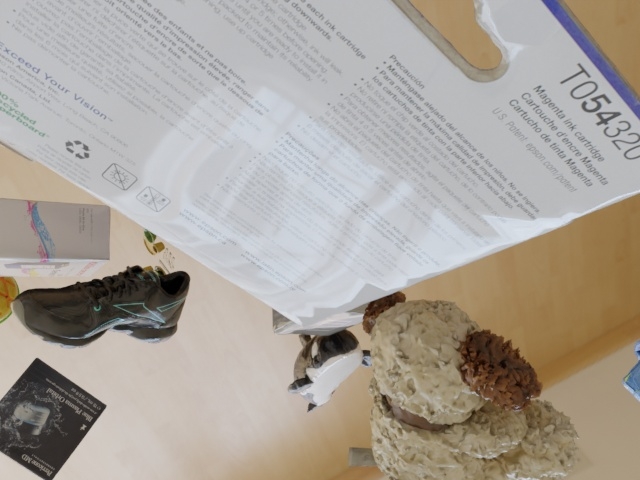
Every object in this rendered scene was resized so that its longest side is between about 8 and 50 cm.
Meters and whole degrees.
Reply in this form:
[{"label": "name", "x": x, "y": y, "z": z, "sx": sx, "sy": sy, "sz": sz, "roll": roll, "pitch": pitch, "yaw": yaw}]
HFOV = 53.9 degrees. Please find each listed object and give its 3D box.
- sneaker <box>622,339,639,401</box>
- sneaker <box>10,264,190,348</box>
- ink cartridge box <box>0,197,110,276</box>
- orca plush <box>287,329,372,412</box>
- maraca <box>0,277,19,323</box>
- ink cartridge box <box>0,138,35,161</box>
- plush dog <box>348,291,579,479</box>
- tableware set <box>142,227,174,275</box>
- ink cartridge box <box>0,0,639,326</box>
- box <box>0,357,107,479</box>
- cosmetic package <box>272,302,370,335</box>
[{"label": "sneaker", "x": 0.513, "y": 0.150, "z": 0.854, "sx": 0.240, "sy": 0.126, "sz": 0.091, "roll": -36, "pitch": 144, "yaw": -13}, {"label": "sneaker", "x": -0.286, "y": 0.077, "z": 0.857, "sx": 0.106, "sy": 0.101, "sz": 0.267, "roll": -55, "pitch": 153, "yaw": 14}, {"label": "ink cartridge box", "x": -0.434, "y": -0.001, "z": 0.933, "sx": 0.212, "sy": 0.154, "sz": 0.093, "roll": 1, "pitch": 78, "yaw": -32}, {"label": "orca plush", "x": 0.006, "y": 0.196, "z": 1.068, "sx": 0.151, "sy": 0.102, "sz": 0.287, "roll": -24, "pitch": 156, "yaw": -4}, {"label": "maraca", "x": -0.686, "y": 0.125, "z": 1.249, "sx": 0.127, "sy": 0.186, "sz": 0.099, "roll": 47, "pitch": 135, "yaw": -10}, {"label": "ink cartridge box", "x": -0.544, "y": -0.278, "z": 1.155, "sx": 0.115, "sy": 0.273, "sz": 0.198, "roll": 38, "pitch": 86, "yaw": -40}, {"label": "plush dog", "x": 0.117, "y": 0.162, "z": 0.671, "sx": 0.210, "sy": 0.262, "sz": 0.225, "roll": -28, "pitch": 122, "yaw": -33}, {"label": "tableware set", "x": -0.353, "y": 0.041, "z": 1.329, "sx": 0.024, "sy": 0.104, "sz": 0.154, "roll": -30, "pitch": 164, "yaw": -33}, {"label": "ink cartridge box", "x": -0.018, "y": -0.085, "z": 0.386, "sx": 0.324, "sy": 0.071, "sz": 0.330, "roll": 37, "pitch": 137, "yaw": -26}, {"label": "box", "x": -0.499, "y": 0.321, "z": 1.128, "sx": 0.156, "sy": 0.093, "sz": 0.158, "roll": 39, "pitch": 61, "yaw": -12}, {"label": "cosmetic package", "x": 0.000, "y": 0.000, "z": 0.855, "sx": 0.107, "sy": 0.238, "sz": 0.127, "roll": 7, "pitch": 154, "yaw": -34}]
